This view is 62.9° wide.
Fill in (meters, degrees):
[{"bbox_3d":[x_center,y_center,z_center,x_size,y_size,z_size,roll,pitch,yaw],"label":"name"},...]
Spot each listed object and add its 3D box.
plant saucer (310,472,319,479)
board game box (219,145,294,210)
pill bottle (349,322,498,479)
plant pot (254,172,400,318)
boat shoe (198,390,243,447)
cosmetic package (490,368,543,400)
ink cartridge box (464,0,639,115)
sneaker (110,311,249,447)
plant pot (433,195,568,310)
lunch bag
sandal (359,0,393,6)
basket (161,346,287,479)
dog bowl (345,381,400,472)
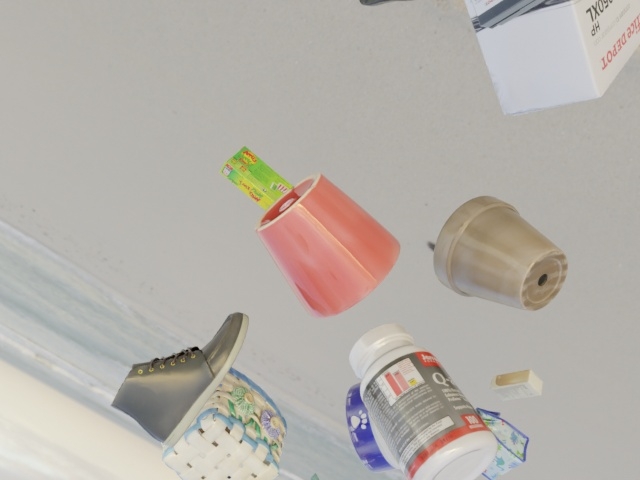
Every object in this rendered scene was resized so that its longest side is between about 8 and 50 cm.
[{"bbox_3d":[0.015,0.629,1.188,0.018,0.067,0.192,3,-152,-30],"label":"plant saucer"},{"bbox_3d":[-0.149,-0.144,1.296,0.181,0.092,0.043,40,133,-4],"label":"board game box"},{"bbox_3d":[0.219,0.378,1.216,0.363,0.210,0.210,56,178,45],"label":"pill bottle"},{"bbox_3d":[0.000,0.000,1.182,0.243,0.275,0.275,49,149,-16],"label":"plant pot"},{"bbox_3d":[-0.277,0.412,1.274,0.307,0.110,0.104,17,125,61],"label":"boat shoe"},{"bbox_3d":[0.503,0.373,1.346,0.060,0.041,0.115,45,138,-16],"label":"cosmetic package"},{"bbox_3d":[0.359,-0.443,0.820,0.166,0.285,0.395,2,128,50],"label":"ink cartridge box"},{"bbox_3d":[-0.206,0.183,0.781,0.118,0.222,0.083,36,165,-10],"label":"sneaker"},{"bbox_3d":[0.544,0.059,1.536,0.323,0.323,0.280,50,172,-36],"label":"plant pot"},{"bbox_3d":[0.401,0.484,1.269,0.151,0.096,0.129,35,127,5],"label":"lunch bag"},{"bbox_3d":[0.154,-0.548,1.100,0.054,0.097,0.254,-6,-172,-32],"label":"sandal"},{"bbox_3d":[-0.187,0.359,1.032,0.255,0.201,0.289,49,178,-20],"label":"basket"},{"bbox_3d":[0.182,0.544,1.557,0.104,0.265,0.265,-24,129,22],"label":"dog bowl"}]
